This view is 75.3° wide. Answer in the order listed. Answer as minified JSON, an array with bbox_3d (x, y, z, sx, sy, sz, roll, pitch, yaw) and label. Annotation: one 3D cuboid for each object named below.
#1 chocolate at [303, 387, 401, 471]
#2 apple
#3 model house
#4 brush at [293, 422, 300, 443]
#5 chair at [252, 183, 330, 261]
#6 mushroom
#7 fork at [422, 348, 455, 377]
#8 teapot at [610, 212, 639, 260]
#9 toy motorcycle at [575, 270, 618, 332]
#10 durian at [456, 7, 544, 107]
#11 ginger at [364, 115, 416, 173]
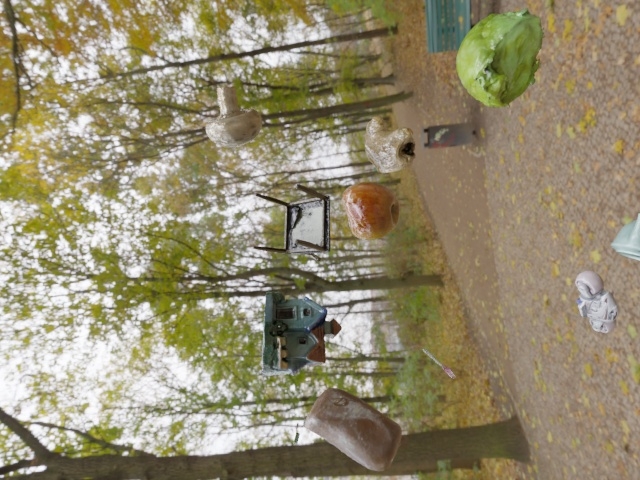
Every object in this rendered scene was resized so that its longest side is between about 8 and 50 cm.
[{"bbox_3d":[0.098,0.488,1.114,0.161,0.261,0.083,-47,-24,-52],"label":"chocolate"},{"bbox_3d":[0.256,-0.147,2.017,0.301,0.301,0.301,-7,-90,-81],"label":"apple"},{"bbox_3d":[-0.064,0.380,1.658,0.252,0.329,0.295,105,166,-58],"label":"model house"},{"bbox_3d":[-0.092,0.776,1.670,0.083,0.021,0.019,-79,-9,-47],"label":"brush"},{"bbox_3d":[-0.047,-0.045,1.225,0.272,0.166,0.188,16,-109,-57],"label":"chair"},{"bbox_3d":[-0.308,-0.438,1.502,0.206,0.206,0.209,-83,10,-57],"label":"mushroom"},{"bbox_3d":[0.324,0.336,1.138,0.115,0.016,0.012,42,-166,3],"label":"fork"},{"bbox_3d":[1.038,-0.011,1.322,0.232,0.159,0.159,17,-120,-40],"label":"teapot"},{"bbox_3d":[0.876,0.200,1.298,0.254,0.112,0.112,54,-159,-25],"label":"toy motorcycle"},{"bbox_3d":[0.532,-0.553,1.253,0.204,0.256,0.340,31,-159,-24],"label":"durian"},{"bbox_3d":[0.248,-0.355,1.531,0.275,0.130,0.221,-7,96,67],"label":"ginger"}]
